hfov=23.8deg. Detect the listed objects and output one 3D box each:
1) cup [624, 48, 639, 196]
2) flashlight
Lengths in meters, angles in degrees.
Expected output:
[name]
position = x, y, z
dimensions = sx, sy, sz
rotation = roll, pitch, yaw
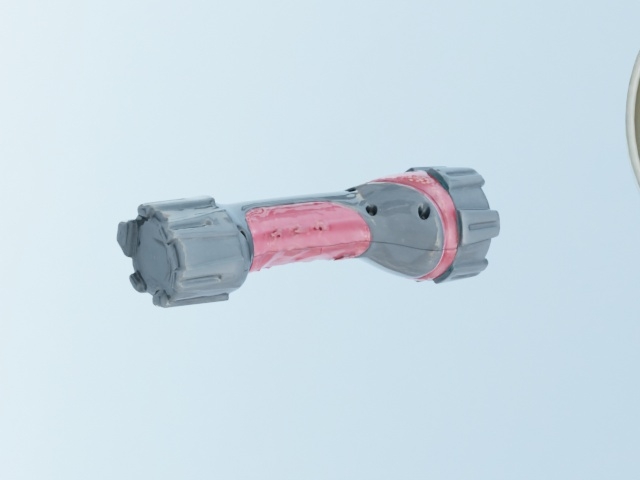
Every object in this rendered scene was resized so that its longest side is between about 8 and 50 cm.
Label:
[cup]
position = 0.442, -0.084, 1.443
dimensions = 0.237, 0.331, 0.331
rotation = 71, 17, -79
[flashlight]
position = 0.000, 0.000, 1.208
dimensions = 0.103, 0.304, 0.103
rotation = -38, -113, 50
